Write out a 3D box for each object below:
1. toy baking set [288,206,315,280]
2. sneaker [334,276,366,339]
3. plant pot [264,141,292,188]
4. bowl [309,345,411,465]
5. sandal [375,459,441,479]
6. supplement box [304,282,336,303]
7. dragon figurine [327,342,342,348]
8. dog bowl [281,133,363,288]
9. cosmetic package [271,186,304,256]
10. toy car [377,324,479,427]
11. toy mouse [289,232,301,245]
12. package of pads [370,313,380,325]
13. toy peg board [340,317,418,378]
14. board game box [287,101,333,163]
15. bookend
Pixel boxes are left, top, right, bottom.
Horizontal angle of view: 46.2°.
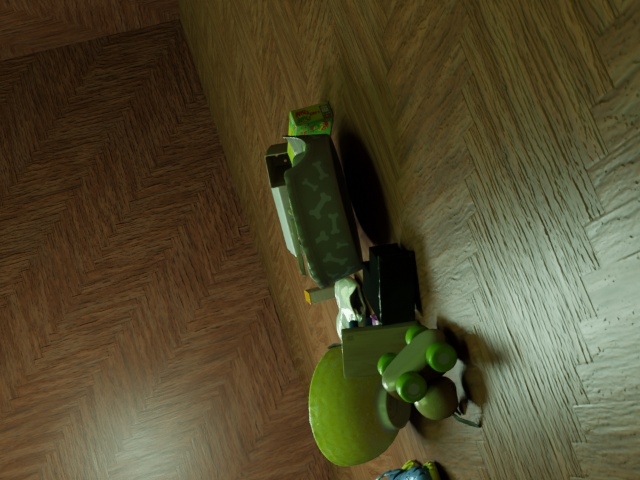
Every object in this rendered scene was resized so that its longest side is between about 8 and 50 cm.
[{"bbox_3d":[-0.025,-0.003,1.752,0.256,0.030,0.196,-23,-87,-77],"label":"toy baking set"},{"bbox_3d":[0.090,0.200,1.950,0.094,0.080,0.212,20,126,61],"label":"sneaker"},{"bbox_3d":[-0.102,-0.228,2.164,0.096,0.109,0.108,-102,3,-55],"label":"plant pot"},{"bbox_3d":[0.120,0.388,1.775,0.156,0.289,0.289,-11,98,35],"label":"bowl"},{"bbox_3d":[0.211,0.600,1.786,0.317,0.138,0.126,115,139,-71],"label":"sandal"},{"bbox_3d":[0.008,0.154,2.186,0.062,0.099,0.036,-157,55,-77],"label":"supplement box"},{"bbox_3d":[0.101,0.377,2.041,0.144,0.085,0.289,61,174,36],"label":"dragon figurine"},{"bbox_3d":[0.009,-0.073,1.634,0.349,0.102,0.348,-15,-90,-83],"label":"dog bowl"},{"bbox_3d":[-0.081,-0.079,2.317,0.117,0.086,0.230,-139,32,-70],"label":"cosmetic package"},{"bbox_3d":[0.220,0.270,1.386,0.188,0.149,0.155,46,178,-12],"label":"toy car"},{"bbox_3d":[0.000,0.000,1.998,0.031,0.161,0.143,-50,-54,-58],"label":"toy mouse"},{"bbox_3d":[0.147,0.216,1.786,0.050,0.032,0.083,-148,42,-69],"label":"package of pads"},{"bbox_3d":[0.123,0.211,1.608,0.079,0.161,0.160,-98,1,-45],"label":"toy peg board"},{"bbox_3d":[-0.026,-0.251,1.777,0.181,0.092,0.043,101,150,-66],"label":"board game box"},{"bbox_3d":[0.134,0.065,1.527,0.157,0.073,0.156,-117,20,-64],"label":"bookend"}]
